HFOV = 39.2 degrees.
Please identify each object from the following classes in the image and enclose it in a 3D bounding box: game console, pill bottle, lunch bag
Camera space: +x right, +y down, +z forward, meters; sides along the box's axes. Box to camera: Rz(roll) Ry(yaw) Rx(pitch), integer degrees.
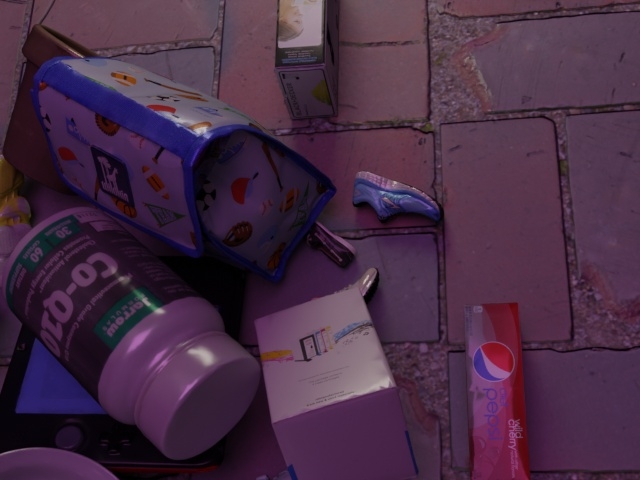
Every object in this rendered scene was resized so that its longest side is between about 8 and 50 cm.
[{"bbox_3d":[-0.300,0.176,1.378,0.342,0.060,0.386,-2,49,6],"label":"game console"},{"bbox_3d":[-0.264,0.125,1.257,0.361,0.204,0.204,36,79,28],"label":"pill bottle"},{"bbox_3d":[-0.213,-0.117,1.351,0.328,0.385,0.238,28,85,25],"label":"lunch bag"}]

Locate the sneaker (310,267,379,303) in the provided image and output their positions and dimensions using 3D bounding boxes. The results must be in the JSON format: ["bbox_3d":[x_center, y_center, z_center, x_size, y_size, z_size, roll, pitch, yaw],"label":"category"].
[{"bbox_3d":[0.026,0.097,1.419,0.075,0.057,0.161,34,81,16],"label":"sneaker"}]

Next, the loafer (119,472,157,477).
[{"bbox_3d":[-0.366,0.285,1.406,0.320,0.112,0.111,10,37,17],"label":"loafer"}]

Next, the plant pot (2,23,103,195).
[{"bbox_3d":[-0.426,-0.208,1.547,0.263,0.263,0.229,33,95,21],"label":"plant pot"}]

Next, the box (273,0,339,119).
[{"bbox_3d":[-0.020,-0.376,1.563,0.087,0.169,0.289,-2,67,8],"label":"box"}]

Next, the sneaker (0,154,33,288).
[{"bbox_3d":[-0.572,-0.025,1.586,0.126,0.091,0.240,-14,74,38],"label":"sneaker"}]

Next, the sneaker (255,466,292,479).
[{"bbox_3d":[-0.061,0.365,1.325,0.256,0.094,0.151,-3,41,26],"label":"sneaker"}]

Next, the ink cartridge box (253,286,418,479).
[{"bbox_3d":[0.017,0.214,1.259,0.168,0.171,0.232,-17,32,-1],"label":"ink cartridge box"}]

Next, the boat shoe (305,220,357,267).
[{"bbox_3d":[0.000,0.000,1.473,0.125,0.046,0.038,35,74,13],"label":"boat shoe"}]

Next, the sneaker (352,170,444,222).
[{"bbox_3d":[0.126,-0.058,1.472,0.162,0.063,0.073,20,91,22],"label":"sneaker"}]

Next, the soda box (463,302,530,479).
[{"bbox_3d":[0.254,0.227,1.303,0.084,0.092,0.263,-3,68,9],"label":"soda box"}]

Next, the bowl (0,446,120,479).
[{"bbox_3d":[-0.384,0.436,1.183,0.298,0.134,0.297,13,55,-19],"label":"bowl"}]
